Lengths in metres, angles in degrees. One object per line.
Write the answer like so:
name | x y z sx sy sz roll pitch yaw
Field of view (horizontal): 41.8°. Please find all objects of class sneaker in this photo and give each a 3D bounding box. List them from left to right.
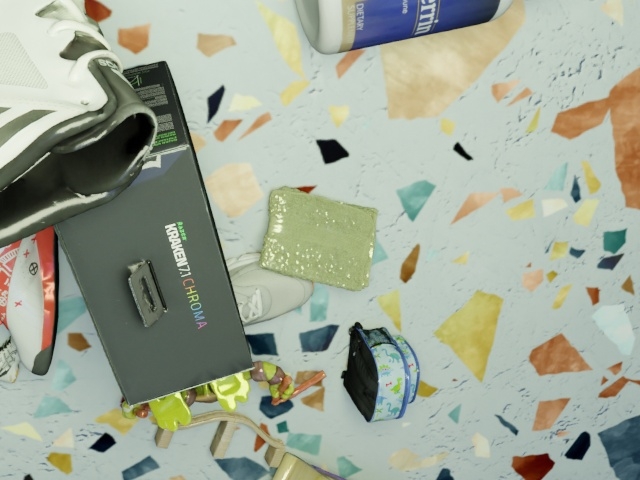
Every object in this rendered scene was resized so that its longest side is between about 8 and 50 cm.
sneaker | -0.364 0.025 0.920 0.145 0.090 0.269 1 114 -15
sneaker | -0.377 0.136 1.006 0.037 0.032 0.083 14 112 -22
sneaker | -0.206 -0.174 0.681 0.258 0.169 0.447 25 71 12
sneaker | -0.130 0.092 0.999 0.263 0.121 0.099 -11 119 -10

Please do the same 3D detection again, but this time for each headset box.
headset box | -0.172 -0.014 0.837 0.131 0.283 0.246 -16 121 -7

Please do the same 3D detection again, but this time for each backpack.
backpack | 0.084 0.179 1.107 0.084 0.114 0.104 0 116 -15

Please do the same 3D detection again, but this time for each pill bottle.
pill bottle | 0.109 -0.286 0.845 0.265 0.153 0.153 -14 120 -8

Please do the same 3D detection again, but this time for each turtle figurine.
turtle figurine | -0.124 0.171 1.020 0.270 0.217 0.087 -6 84 -3

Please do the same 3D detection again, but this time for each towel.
towel | 0.000 0.000 1.017 0.148 0.027 0.110 12 83 -23

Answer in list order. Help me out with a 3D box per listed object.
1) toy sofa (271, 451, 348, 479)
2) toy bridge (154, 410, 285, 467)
toy sofa | 0.065 0.449 1.247 0.363 0.177 0.150 31 81 -27
toy bridge | -0.132 0.264 1.140 0.188 0.026 0.063 18 103 -26
